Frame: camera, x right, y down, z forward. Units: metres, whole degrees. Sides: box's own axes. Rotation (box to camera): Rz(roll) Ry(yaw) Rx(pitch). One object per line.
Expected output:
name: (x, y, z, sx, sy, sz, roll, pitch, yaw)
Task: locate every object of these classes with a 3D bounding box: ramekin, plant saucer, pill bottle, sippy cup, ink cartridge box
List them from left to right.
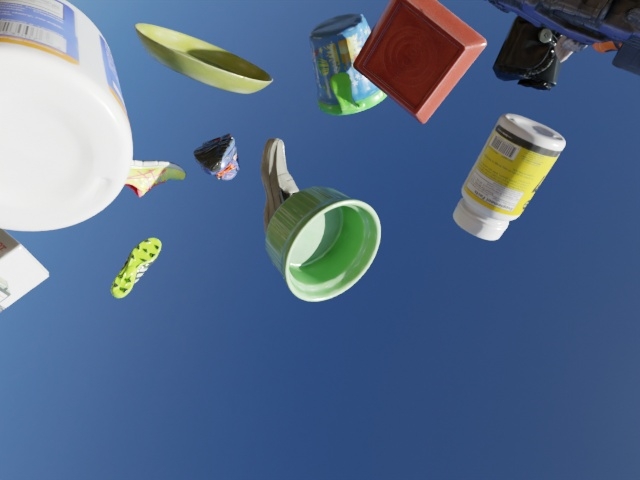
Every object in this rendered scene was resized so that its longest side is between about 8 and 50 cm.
ink cartridge box: (-0.808, 0.092, 0.995, 0.211, 0.121, 0.289, 28, -122, 27)
pill bottle: (-0.271, -0.144, 0.421, 0.152, 0.152, 0.272, -44, -135, 10)
plant saucer: (-0.203, -0.313, 0.788, 0.241, 0.241, 0.037, 48, -57, 42)
ramekin: (0.000, 0.000, 1.216, 0.303, 0.303, 0.148, -52, -133, 3)
sippy cup: (0.074, -0.527, 1.321, 0.240, 0.224, 0.305, -32, -138, -10)
plant saucer: (0.228, -0.461, 1.125, 0.048, 0.259, 0.258, -46, 175, -46)
pill bottle: (0.333, -0.112, 0.818, 0.119, 0.119, 0.208, 55, -44, 41)

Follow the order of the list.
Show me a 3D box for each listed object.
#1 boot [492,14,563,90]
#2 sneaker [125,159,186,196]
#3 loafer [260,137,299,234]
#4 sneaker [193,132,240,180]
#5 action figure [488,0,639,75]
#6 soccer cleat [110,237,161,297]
boot: (0.381, -0.422, 0.853, 0.094, 0.247, 0.207, -123, -124, -76)
sneaker: (-0.452, -0.159, 1.160, 0.082, 0.209, 0.094, -2, -89, 55)
loafer: (-0.117, -0.159, 1.394, 0.112, 0.112, 0.318, -2, -84, 18)
sneaker: (-0.198, -0.163, 0.916, 0.083, 0.087, 0.221, -20, -160, 2)
action figure: (0.348, -0.263, 0.472, 0.342, 0.330, 0.178, 30, -73, 11)
soccer cleat: (-0.470, 0.067, 1.135, 0.072, 0.060, 0.178, -27, -150, 54)
